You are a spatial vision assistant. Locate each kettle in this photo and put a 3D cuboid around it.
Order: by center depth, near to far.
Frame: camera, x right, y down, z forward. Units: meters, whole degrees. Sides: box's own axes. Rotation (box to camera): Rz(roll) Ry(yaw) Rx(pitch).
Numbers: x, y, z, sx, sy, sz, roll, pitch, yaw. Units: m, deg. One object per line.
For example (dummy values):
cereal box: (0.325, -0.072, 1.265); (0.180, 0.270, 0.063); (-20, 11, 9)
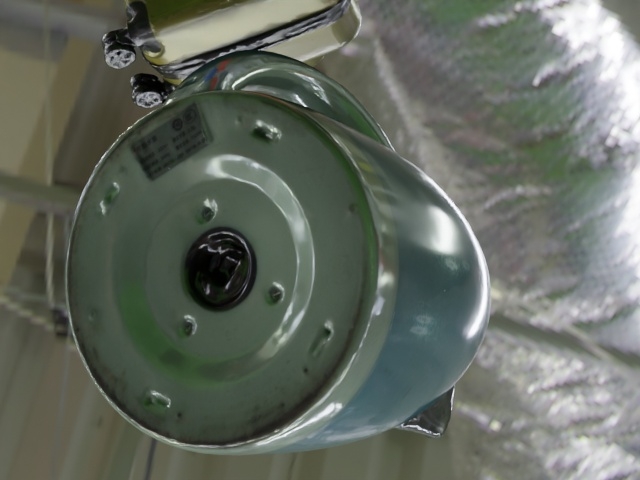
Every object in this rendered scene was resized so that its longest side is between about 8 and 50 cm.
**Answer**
kettle: (0.000, 0.000, 1.341); (0.342, 0.247, 0.319); (10, -117, -60)

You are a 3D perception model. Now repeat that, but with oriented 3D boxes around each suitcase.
suitcase: (-0.081, -0.239, 1.632); (0.235, 0.143, 0.193); (-18, -125, 9)
